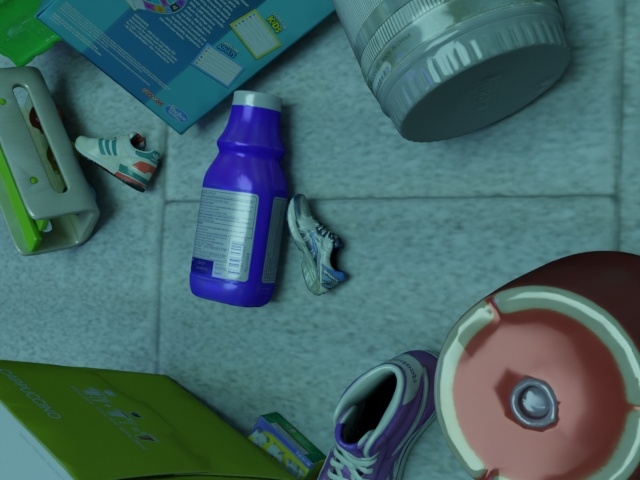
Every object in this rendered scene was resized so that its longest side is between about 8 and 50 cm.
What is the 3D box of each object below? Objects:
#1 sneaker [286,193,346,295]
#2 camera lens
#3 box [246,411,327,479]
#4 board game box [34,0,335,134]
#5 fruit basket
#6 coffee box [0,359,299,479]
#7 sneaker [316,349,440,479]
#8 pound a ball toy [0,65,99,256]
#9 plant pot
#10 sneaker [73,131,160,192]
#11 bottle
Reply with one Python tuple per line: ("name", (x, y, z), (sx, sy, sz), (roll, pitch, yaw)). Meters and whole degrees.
("sneaker", (0.000, 0.000, 1.107), (0.058, 0.052, 0.135), (-20, 84, 20))
("camera lens", (0.126, -0.275, 0.934), (0.219, 0.219, 0.274), (-29, 73, 28))
("box", (-0.076, 0.333, 1.137), (0.105, 0.043, 0.179), (36, 108, 29))
("board game box", (-0.158, -0.323, 1.101), (0.336, 0.254, 0.079), (-33, 36, 26))
("fruit basket", (-0.415, -0.457, 1.297), (0.327, 0.165, 0.353), (-19, 56, 33))
("coffee box", (-0.289, 0.366, 1.047), (0.337, 0.338, 0.334), (25, 95, 42))
("sneaker", (0.038, 0.251, 1.000), (0.102, 0.161, 0.282), (32, 106, 28))
("pound a ball toy", (-0.473, -0.129, 1.378), (0.208, 0.135, 0.319), (-49, 62, 49))
("plant pot", (0.246, 0.140, 0.825), (0.275, 0.243, 0.275), (-1, 88, 32))
("sneaker", (-0.309, -0.137, 1.307), (0.161, 0.057, 0.075), (30, 86, 32))
("bottle", (-0.103, -0.056, 1.143), (0.118, 0.092, 0.283), (9, 92, 32))
